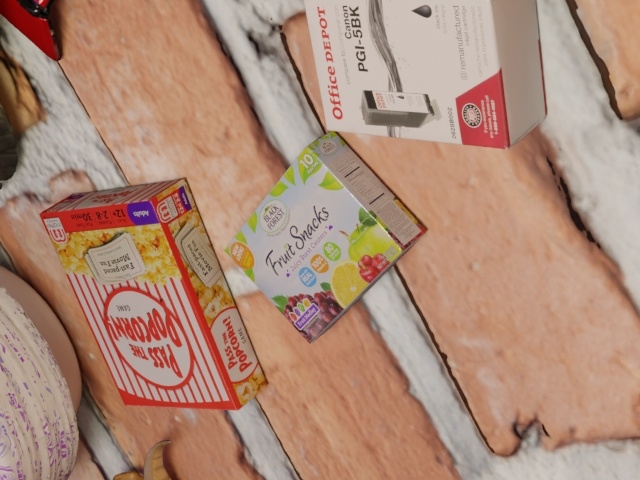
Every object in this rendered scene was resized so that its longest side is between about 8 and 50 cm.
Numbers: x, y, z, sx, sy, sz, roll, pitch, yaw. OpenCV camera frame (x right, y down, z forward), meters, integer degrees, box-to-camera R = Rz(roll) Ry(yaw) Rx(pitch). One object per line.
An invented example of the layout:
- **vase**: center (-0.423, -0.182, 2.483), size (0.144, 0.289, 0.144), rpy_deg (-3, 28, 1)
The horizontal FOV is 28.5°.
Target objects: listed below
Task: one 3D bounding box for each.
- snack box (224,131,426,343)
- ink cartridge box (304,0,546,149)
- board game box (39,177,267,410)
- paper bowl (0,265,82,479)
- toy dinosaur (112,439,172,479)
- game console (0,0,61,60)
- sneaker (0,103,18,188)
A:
- **snack box**: center (0.000, 0.000, 0.918), size (0.100, 0.037, 0.141), rpy_deg (48, 136, 6)
- **ink cartridge box**: center (0.063, -0.115, 0.778), size (0.135, 0.056, 0.099), rpy_deg (9, 123, 35)
- **board game box**: center (-0.141, 0.049, 1.062), size (0.146, 0.045, 0.194), rpy_deg (-6, 113, 42)
- **paper bowl**: center (-0.345, 0.132, 1.211), size (0.284, 0.148, 0.284), rpy_deg (21, 129, 28)
- **toy dinosaur**: center (-0.152, 0.245, 1.200), size (0.112, 0.064, 0.212), rpy_deg (-2, 126, 21)
- **game console**: center (-0.240, -0.232, 0.987), size (0.144, 0.085, 0.124), rpy_deg (41, 104, 11)
- **sneaker**: center (-0.356, -0.185, 0.985), size (0.182, 0.158, 0.410), rpy_deg (53, 154, 24)
